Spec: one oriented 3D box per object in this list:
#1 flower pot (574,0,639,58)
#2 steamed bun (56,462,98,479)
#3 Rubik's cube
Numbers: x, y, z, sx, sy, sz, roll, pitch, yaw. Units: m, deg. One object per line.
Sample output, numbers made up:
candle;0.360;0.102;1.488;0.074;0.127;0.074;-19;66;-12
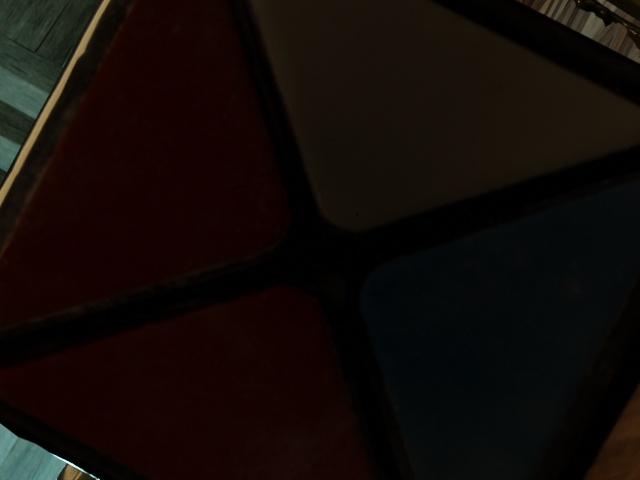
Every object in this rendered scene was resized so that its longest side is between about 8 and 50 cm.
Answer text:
flower pot;0.183;-0.250;0.656;0.259;0.290;0.290;-49;0;-3
steamed bun;-0.102;0.247;1.161;0.394;0.237;0.346;-61;0;3
Rubik's cube;0.000;0.000;0.818;0.305;0.307;0.310;-63;-1;5
